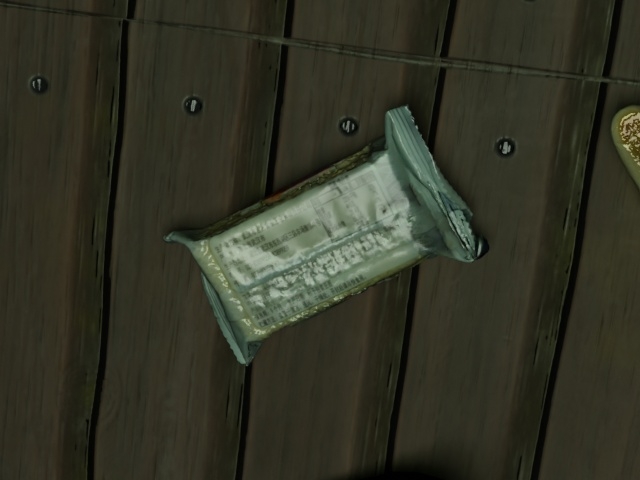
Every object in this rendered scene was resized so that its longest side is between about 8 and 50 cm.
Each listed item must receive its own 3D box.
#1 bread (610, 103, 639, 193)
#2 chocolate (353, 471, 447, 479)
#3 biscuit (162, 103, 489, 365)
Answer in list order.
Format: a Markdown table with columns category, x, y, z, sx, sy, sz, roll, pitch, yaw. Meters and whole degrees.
| category | x | y | z | sx | sy | sz | roll | pitch | yaw |
| --- | --- | --- | --- | --- | --- | --- | --- | --- | --- |
| bread | 0.367 | -0.054 | 1.670 | 0.073 | 0.053 | 0.214 | -28 | 105 | 17 |
| chocolate | 0.044 | 0.413 | 1.764 | 0.340 | 0.225 | 0.210 | -20 | 117 | 11 |
| biscuit | 0.003 | 0.004 | 1.708 | 0.309 | 0.079 | 0.186 | -28 | 104 | 12 |
